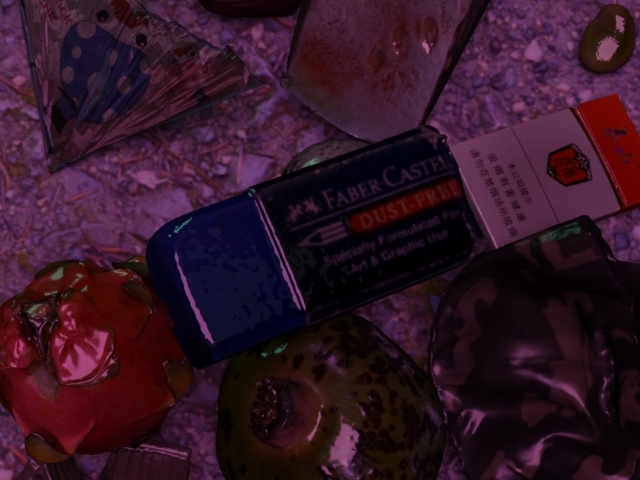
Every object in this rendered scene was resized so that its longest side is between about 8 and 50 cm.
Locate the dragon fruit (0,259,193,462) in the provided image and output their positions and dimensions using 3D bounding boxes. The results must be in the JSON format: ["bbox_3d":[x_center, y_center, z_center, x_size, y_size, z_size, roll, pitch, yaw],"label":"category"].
[{"bbox_3d":[-0.234,0.116,1.251,0.224,0.227,0.224,0,87,-3],"label":"dragon fruit"}]

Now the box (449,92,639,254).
[{"bbox_3d":[0.265,-0.075,1.383,0.245,0.035,0.139,-17,75,-23],"label":"box"}]

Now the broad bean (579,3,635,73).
[{"bbox_3d":[0.342,-0.238,1.448,0.063,0.045,0.083,19,90,2],"label":"broad bean"}]

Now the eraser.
[{"bbox_3d":[0.000,0.000,1.222,0.332,0.101,0.155,-21,85,-22],"label":"eraser"}]

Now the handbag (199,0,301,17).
[{"bbox_3d":[-0.086,-0.373,1.403,0.146,0.135,0.225,1,85,4],"label":"handbag"}]

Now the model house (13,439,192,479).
[{"bbox_3d":[-0.231,0.303,1.320,0.229,0.122,0.188,6,80,1],"label":"model house"}]

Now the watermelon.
[{"bbox_3d":[0.099,-0.309,1.339,0.228,0.258,0.387,23,78,-3],"label":"watermelon"}]

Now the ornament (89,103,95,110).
[{"bbox_3d":[-0.215,-0.169,1.416,0.068,0.041,0.092,42,100,11],"label":"ornament"}]

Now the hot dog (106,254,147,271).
[{"bbox_3d":[-0.252,0.062,1.395,0.137,0.028,0.044,-40,106,-5],"label":"hot dog"}]

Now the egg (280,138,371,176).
[{"bbox_3d":[0.035,-0.047,1.368,0.172,0.132,0.132,1,83,-14],"label":"egg"}]

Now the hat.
[{"bbox_3d":[0.332,0.150,1.365,0.381,0.257,0.366,0,102,-39],"label":"hat"}]

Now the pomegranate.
[{"bbox_3d":[0.002,0.193,1.277,0.254,0.270,0.254,-11,66,25],"label":"pomegranate"}]

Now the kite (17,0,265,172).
[{"bbox_3d":[-0.228,-0.237,1.382,0.406,0.014,0.368,33,104,23],"label":"kite"}]
